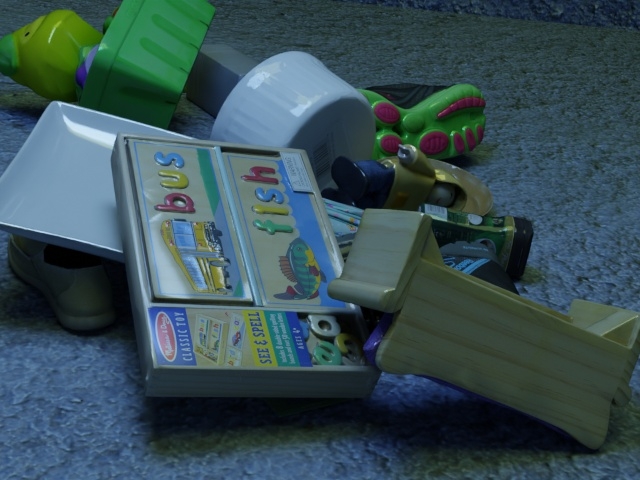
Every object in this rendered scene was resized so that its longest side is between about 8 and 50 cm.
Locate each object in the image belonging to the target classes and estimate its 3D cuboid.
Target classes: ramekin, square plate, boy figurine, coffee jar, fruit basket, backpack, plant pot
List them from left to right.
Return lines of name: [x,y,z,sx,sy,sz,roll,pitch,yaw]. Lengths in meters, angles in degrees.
fruit basket: [-0.425,-0.364,2.002,0.392,0.283,0.392,15,45,-16]
square plate: [-0.249,-0.060,1.439,0.344,0.049,0.347,16,32,-6]
ramekin: [-0.036,-0.155,1.716,0.135,0.277,0.277,34,34,32]
backpack: [0.000,0.000,1.525,0.182,0.115,0.152,14,-8,-8]
boy figurine: [0.124,-0.072,1.702,0.285,0.177,0.092,1,30,-46]
plant pot: [0.191,-0.083,1.885,0.236,0.032,0.236,8,30,-5]
coffee jar: [0.239,0.001,1.660,0.184,0.096,0.079,9,27,0]

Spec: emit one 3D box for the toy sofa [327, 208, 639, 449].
toy sofa: [0.195,0.105,1.247,0.362,0.177,0.150,22,-4,-23]

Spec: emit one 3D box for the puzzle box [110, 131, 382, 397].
puzzle box: [-0.106,0.020,1.301,0.272,0.052,0.409,3,43,-22]

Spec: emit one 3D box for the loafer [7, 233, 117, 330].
loafer: [-0.343,0.024,1.417,0.102,0.092,0.268,-8,29,-36]

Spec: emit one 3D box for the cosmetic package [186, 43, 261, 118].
cosmetic package: [-0.190,-0.328,2.230,0.107,0.127,0.238,-10,31,-34]

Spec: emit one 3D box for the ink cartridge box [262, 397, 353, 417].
ink cartridge box: [-0.055,0.130,1.309,0.109,0.062,0.209,-7,28,-32]

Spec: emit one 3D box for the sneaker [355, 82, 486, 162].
sneaker: [0.114,-0.216,2.069,0.483,0.185,0.202,-8,10,-39]

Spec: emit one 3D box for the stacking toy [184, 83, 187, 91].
stacking toy: [-0.420,-0.414,2.344,0.309,0.130,0.279,21,27,26]

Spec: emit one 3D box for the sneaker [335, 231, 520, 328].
sneaker: [0.118,0.069,1.432,0.341,0.125,0.139,-4,32,-19]
